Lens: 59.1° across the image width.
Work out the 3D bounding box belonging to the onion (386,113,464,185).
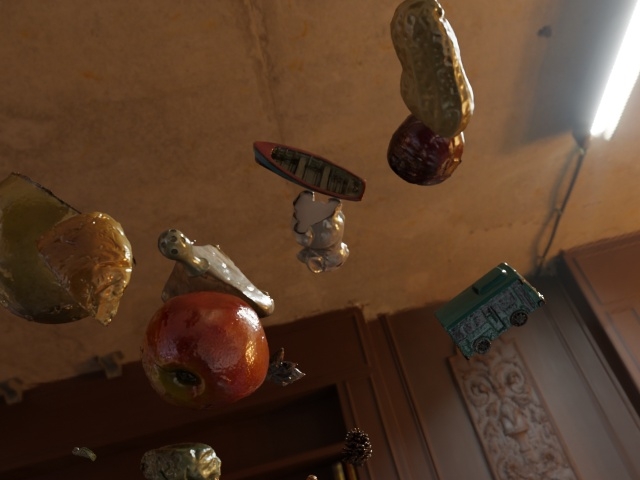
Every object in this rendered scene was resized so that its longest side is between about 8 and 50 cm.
[{"bbox_3d":[0.319,-0.293,1.722,0.207,0.216,0.206,-28,-27,-41],"label":"onion"}]

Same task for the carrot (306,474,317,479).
[{"bbox_3d":[-0.041,0.869,1.859,0.037,0.190,0.037,9,1,0],"label":"carrot"}]

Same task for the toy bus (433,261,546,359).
[{"bbox_3d":[0.277,0.111,0.935,0.160,0.079,0.092,-37,-74,6],"label":"toy bus"}]

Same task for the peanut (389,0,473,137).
[{"bbox_3d":[0.242,-0.377,1.243,0.152,0.152,0.313,-21,-65,6],"label":"peanut"}]

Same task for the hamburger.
[{"bbox_3d":[-0.426,0.045,1.055,0.155,0.207,0.135,-39,-44,-7],"label":"hamburger"}]

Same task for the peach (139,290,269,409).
[{"bbox_3d":[-0.310,0.298,1.569,0.372,0.372,0.290,0,-65,-23],"label":"peach"}]

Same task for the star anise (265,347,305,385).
[{"bbox_3d":[-0.166,0.430,1.873,0.230,0.081,0.262,13,-36,-6],"label":"star anise"}]

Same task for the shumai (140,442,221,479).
[{"bbox_3d":[-0.320,0.545,1.301,0.184,0.142,0.184,-5,-15,-1],"label":"shumai"}]

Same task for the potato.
[{"bbox_3d":[-0.802,0.058,1.619,0.442,0.319,0.385,39,-24,-8],"label":"potato"}]

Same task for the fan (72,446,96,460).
[{"bbox_3d":[-0.553,0.490,1.309,0.038,0.016,0.193,50,-35,-10],"label":"fan"}]

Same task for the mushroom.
[{"bbox_3d":[-0.390,0.226,2.154,0.314,0.397,0.224,-57,-10,18],"label":"mushroom"}]

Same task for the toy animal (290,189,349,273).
[{"bbox_3d":[0.000,0.000,2.085,0.258,0.194,0.357,-45,-35,-27],"label":"toy animal"}]

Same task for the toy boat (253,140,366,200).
[{"bbox_3d":[-0.041,-0.221,1.829,0.392,0.136,0.079,20,-32,-10],"label":"toy boat"}]

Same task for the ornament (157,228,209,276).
[{"bbox_3d":[-0.350,0.028,1.427,0.074,0.081,0.156,-6,-36,23],"label":"ornament"}]

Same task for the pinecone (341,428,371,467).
[{"bbox_3d":[0.116,0.652,1.772,0.102,0.109,0.102,13,-28,7],"label":"pinecone"}]
